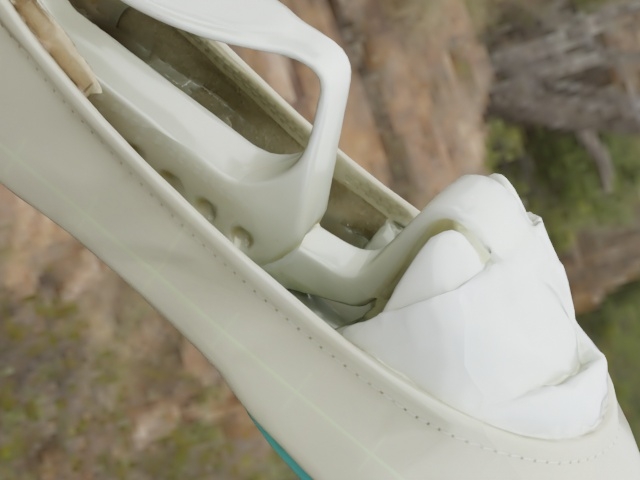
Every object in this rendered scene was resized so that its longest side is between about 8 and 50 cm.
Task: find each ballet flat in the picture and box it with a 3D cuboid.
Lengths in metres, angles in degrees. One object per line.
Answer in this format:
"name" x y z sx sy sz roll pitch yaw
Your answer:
"ballet flat" 0.000 0.000 0.468 0.248 0.086 0.086 39 21 6
